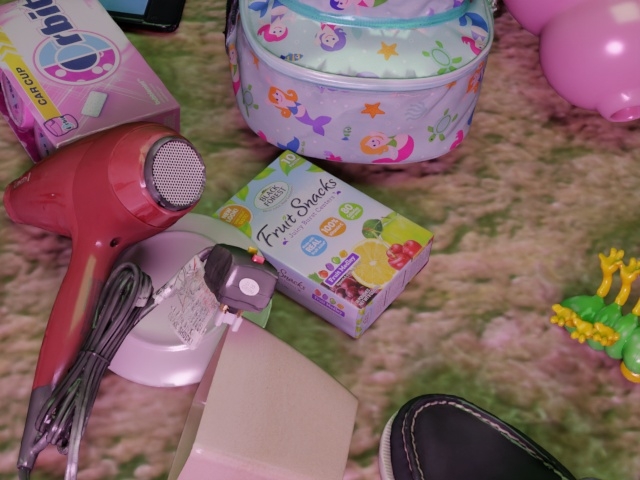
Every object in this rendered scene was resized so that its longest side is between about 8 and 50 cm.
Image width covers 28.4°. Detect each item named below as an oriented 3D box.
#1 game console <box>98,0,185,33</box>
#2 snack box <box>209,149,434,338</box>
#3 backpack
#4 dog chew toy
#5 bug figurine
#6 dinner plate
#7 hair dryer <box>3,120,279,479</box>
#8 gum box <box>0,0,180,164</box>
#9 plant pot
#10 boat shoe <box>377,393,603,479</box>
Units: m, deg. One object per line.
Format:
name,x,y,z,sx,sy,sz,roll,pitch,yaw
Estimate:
game console,-0.190,-0.262,1.144,0.144,0.085,0.124,7,47,0
snack box,0.000,0.000,0.962,0.141,0.037,0.100,31,51,20
backpack,0.033,-0.188,1.048,0.225,0.191,0.253,4,52,-6
dog chew toy,0.240,-0.266,1.114,0.207,0.206,0.331,-5,74,-12
bug figurine,0.300,0.063,0.922,0.216,0.072,0.279,34,56,28
dinner plate,-0.105,0.037,0.905,0.141,0.017,0.141,-1,61,2
hair dryer,-0.162,0.017,0.852,0.223,0.080,0.293,-44,37,6
gum box,-0.206,-0.129,1.035,0.107,0.062,0.188,-22,54,-25
plant pot,-0.036,0.130,0.799,0.096,0.109,0.109,21,47,-6
boat shoe,0.153,0.201,0.747,0.127,0.113,0.340,-17,52,-21
